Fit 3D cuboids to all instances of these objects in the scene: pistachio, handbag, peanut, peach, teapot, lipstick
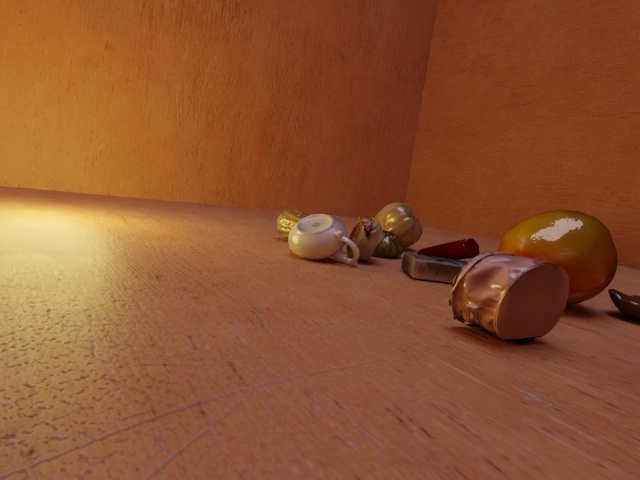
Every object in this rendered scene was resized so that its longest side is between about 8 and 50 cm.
[{"bbox_3d":[0.372,-0.072,2.018,0.238,0.229,0.321,-28,5,-9],"label":"pistachio"},{"bbox_3d":[0.376,0.111,0.812,0.205,0.179,0.116,3,16,-26],"label":"handbag"},{"bbox_3d":[-0.049,-0.048,1.707,0.305,0.147,0.147,14,10,34],"label":"peanut"},{"bbox_3d":[0.664,0.060,1.185,0.308,0.289,0.289,-33,17,-9],"label":"peach"},{"bbox_3d":[0.000,0.000,1.412,0.298,0.139,0.204,17,39,38],"label":"teapot"},{"bbox_3d":[0.458,0.045,1.495,0.073,0.073,0.280,5,-10,-21],"label":"lipstick"}]

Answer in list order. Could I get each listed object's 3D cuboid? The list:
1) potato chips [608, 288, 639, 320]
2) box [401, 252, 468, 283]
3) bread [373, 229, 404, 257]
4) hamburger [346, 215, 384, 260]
[{"bbox_3d":[0.920,0.196,1.154,0.195,0.062,0.208,20,12,34],"label":"potato chips"},{"bbox_3d":[0.401,0.095,1.352,0.233,0.067,0.149,9,5,-3],"label":"box"},{"bbox_3d":[0.255,0.010,1.710,0.213,0.104,0.213,11,8,-1],"label":"bread"},{"bbox_3d":[0.158,-0.009,1.505,0.116,0.173,0.210,32,8,-3],"label":"hamburger"}]
